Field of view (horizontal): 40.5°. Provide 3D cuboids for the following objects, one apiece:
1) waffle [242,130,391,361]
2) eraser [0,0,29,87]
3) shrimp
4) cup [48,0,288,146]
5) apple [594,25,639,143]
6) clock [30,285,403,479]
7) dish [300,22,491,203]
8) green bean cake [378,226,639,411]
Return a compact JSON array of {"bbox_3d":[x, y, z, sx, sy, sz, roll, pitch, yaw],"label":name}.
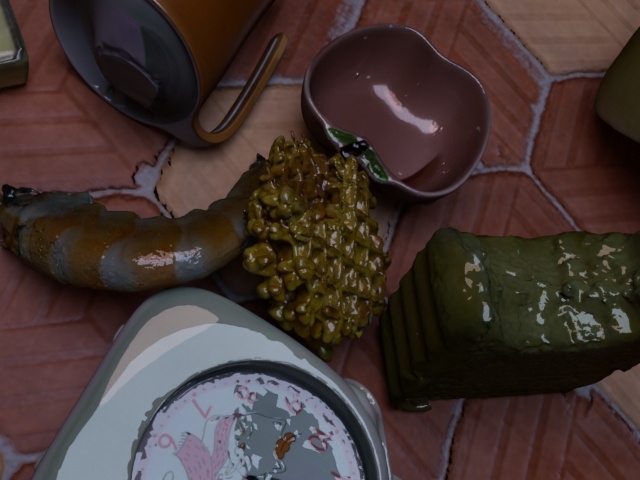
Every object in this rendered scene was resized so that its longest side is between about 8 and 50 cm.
[{"bbox_3d":[0.000,0.000,0.808,0.197,0.070,0.193,57,36,-35],"label":"waffle"},{"bbox_3d":[-0.388,-0.194,0.856,0.172,0.058,0.117,-18,73,-23],"label":"eraser"},{"bbox_3d":[-0.145,-0.021,0.811,0.286,0.068,0.185,-20,38,-21],"label":"shrimp"},{"bbox_3d":[-0.128,-0.235,0.907,0.226,0.182,0.264,56,52,-27],"label":"cup"},{"bbox_3d":[0.538,-0.162,0.989,0.320,0.360,0.311,-50,127,4],"label":"apple"},{"bbox_3d":[-0.069,0.217,0.754,0.324,0.109,0.265,31,62,-3],"label":"clock"},{"bbox_3d":[0.073,-0.126,0.948,0.213,0.090,0.214,7,65,-16],"label":"dish"},{"bbox_3d":[0.189,0.067,0.827,0.236,0.233,0.124,0,62,-17],"label":"green bean cake"}]
